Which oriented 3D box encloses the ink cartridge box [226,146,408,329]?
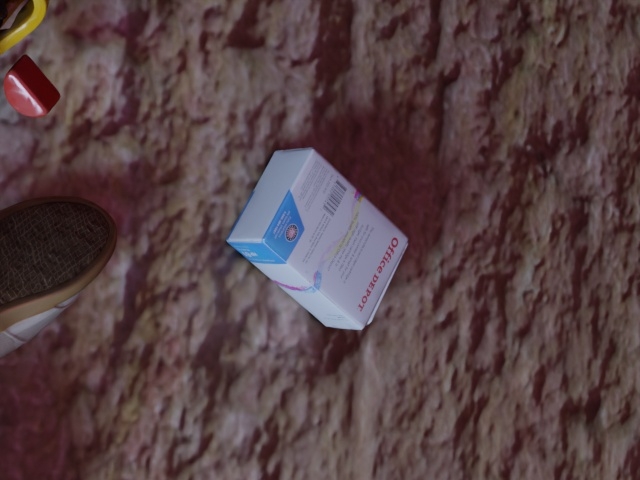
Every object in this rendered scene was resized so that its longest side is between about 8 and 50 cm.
[{"bbox_3d":[0.000,0.000,1.214,0.122,0.052,0.088,42,64,-31],"label":"ink cartridge box"}]

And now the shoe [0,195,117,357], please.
[{"bbox_3d":[-0.222,0.040,1.029,0.076,0.058,0.219,46,51,8],"label":"shoe"}]

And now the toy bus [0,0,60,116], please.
[{"bbox_3d":[-0.214,-0.162,0.956,0.202,0.104,0.191,63,24,10],"label":"toy bus"}]
